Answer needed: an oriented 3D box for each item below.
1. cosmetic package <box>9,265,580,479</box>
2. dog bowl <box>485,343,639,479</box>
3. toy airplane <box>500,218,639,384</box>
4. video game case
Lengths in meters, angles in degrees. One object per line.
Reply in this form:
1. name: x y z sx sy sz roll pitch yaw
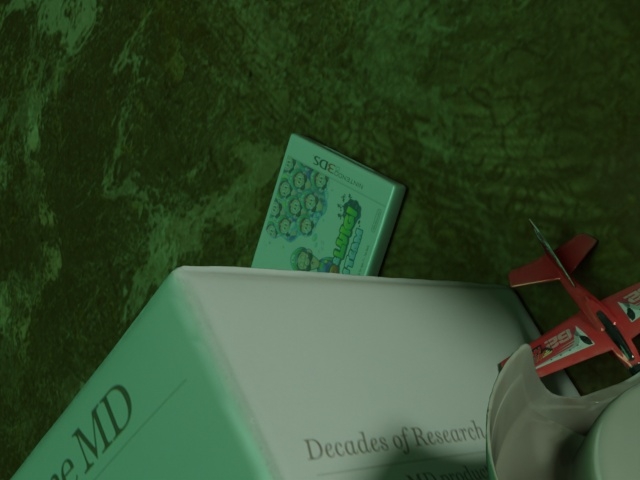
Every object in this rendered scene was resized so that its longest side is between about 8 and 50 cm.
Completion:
1. cosmetic package: 0.023 0.272 0.672 0.329 0.327 0.393 -49 55 31
2. dog bowl: 0.236 0.157 0.468 0.349 0.349 0.102 35 126 41
3. toy airplane: 0.178 0.043 0.704 0.151 0.028 0.151 -12 51 15
4. video game case: 0.000 0.000 0.929 0.143 0.019 0.157 31 110 42
